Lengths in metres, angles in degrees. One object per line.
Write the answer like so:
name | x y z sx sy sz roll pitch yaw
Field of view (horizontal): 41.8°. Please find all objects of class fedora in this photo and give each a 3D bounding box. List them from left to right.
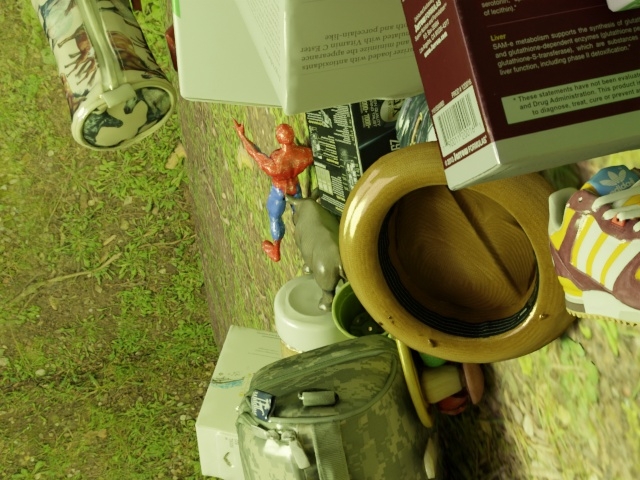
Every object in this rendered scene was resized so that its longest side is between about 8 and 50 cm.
fedora | 0.109 0.001 0.633 0.079 0.194 0.194 -62 -27 -54

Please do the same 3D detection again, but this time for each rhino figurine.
rhino figurine | 0.000 0.000 1.182 0.243 0.073 0.106 -118 16 -52

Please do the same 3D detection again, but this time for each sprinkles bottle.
sprinkles bottle | 0.000 0.219 1.285 0.121 0.121 0.355 -119 20 -49

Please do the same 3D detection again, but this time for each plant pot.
plant pot | 0.060 0.099 1.044 0.079 0.083 0.083 76 175 -63

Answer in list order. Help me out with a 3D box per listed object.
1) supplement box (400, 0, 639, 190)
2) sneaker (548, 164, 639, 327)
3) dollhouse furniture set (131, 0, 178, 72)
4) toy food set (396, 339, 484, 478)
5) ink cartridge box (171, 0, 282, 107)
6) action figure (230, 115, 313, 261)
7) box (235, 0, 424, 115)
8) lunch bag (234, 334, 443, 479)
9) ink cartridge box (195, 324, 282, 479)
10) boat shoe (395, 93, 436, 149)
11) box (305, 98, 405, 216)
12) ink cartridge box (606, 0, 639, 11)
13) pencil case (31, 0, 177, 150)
supplement box | 0.109 -0.160 0.454 0.073 0.130 0.239 150 107 -77
sneaker | 0.176 -0.002 0.458 0.185 0.069 0.084 160 91 -76
dollhouse furniture set | -0.186 -0.398 1.281 0.374 0.201 0.152 -116 18 -45
toy food set | 0.120 0.110 0.831 0.128 0.071 0.218 20 -124 -77
ink cartridge box | -0.063 -0.307 0.834 0.211 0.121 0.289 93 -178 -50
action figure | -0.071 -0.103 1.325 0.139 0.091 0.280 58 159 29
box | 0.034 -0.203 0.606 0.119 0.181 0.182 93 159 -49
lunch bag | 0.032 0.268 0.884 0.256 0.212 0.305 -99 -6 -83
ink cartridge box | -0.112 0.307 1.538 0.171 0.168 0.233 91 -169 -46
boat shoe | 0.103 -0.048 0.748 0.083 0.065 0.183 -115 23 -50
box | 0.048 -0.100 0.873 0.180 0.077 0.147 -147 45 -71
ink cartridge box | 0.185 -0.127 0.339 0.171 0.056 0.235 158 100 -76
pencil case | -0.348 -0.331 1.268 0.183 0.160 0.410 76 171 -69
